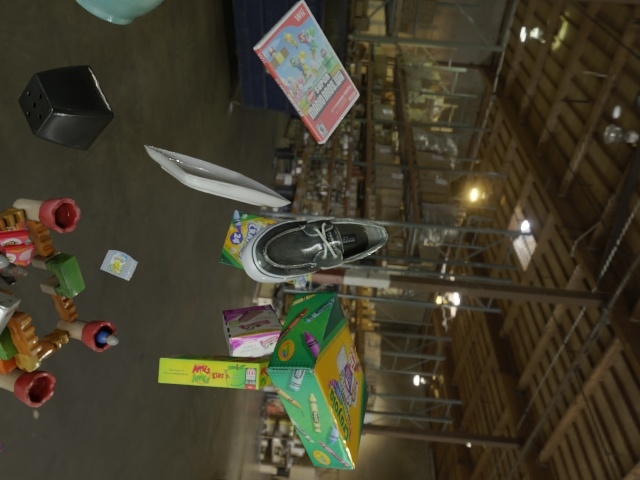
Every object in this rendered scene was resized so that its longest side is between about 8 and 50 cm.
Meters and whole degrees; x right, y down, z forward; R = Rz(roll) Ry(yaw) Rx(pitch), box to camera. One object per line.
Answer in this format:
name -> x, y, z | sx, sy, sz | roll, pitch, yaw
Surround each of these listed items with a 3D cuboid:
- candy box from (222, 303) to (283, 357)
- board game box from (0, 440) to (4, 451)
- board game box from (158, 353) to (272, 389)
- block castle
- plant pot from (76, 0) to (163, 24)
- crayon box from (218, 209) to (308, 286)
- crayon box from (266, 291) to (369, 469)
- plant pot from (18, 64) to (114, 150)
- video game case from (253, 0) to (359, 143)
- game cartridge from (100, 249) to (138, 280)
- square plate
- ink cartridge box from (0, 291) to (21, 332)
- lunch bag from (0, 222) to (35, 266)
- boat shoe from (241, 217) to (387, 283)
candy box -> -0.202, 0.265, 1.488 | 0.233, 0.159, 0.071 | -144, -131, -69
board game box -> -0.679, 0.439, 0.810 | 0.056, 0.208, 0.347 | 67, -16, -5
board game box -> -0.177, 0.227, 0.876 | 0.092, 0.181, 0.043 | 32, 59, -74
block castle -> -0.686, 0.145, 1.220 | 0.303, 0.212, 0.454 | -50, 144, -54
plant pot -> -0.542, -0.706, 1.322 | 0.196, 0.293, 0.293 | -45, -157, 32
crayon box -> -0.186, 0.030, 1.840 | 0.083, 0.322, 0.203 | 59, 47, -79
crayon box -> 0.007, 0.245, 0.869 | 0.165, 0.081, 0.279 | -70, 149, -49
plant pot -> -0.751, -0.389, 1.460 | 0.167, 0.188, 0.188 | -17, 76, -58
video game case -> -0.023, -0.415, 1.248 | 0.285, 0.025, 0.204 | 51, 58, -31
game cartridge -> -0.464, 0.054, 1.158 | 0.017, 0.083, 0.056 | 53, 56, -68
square plate -> -0.312, -0.183, 1.491 | 0.344, 0.347, 0.049 | 31, -76, 48
ink cartridge box -> -0.641, 0.172, 0.940 | 0.151, 0.063, 0.109 | -62, -161, -6
lunch bag -> -1.041, 0.006, 1.541 | 0.258, 0.293, 0.120 | -47, -114, 39
boat shoe -> 0.000, 0.000, 1.015 | 0.119, 0.335, 0.121 | -19, -93, 49
